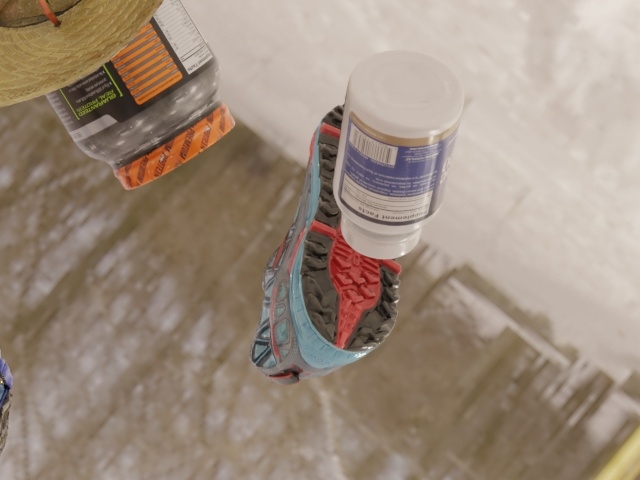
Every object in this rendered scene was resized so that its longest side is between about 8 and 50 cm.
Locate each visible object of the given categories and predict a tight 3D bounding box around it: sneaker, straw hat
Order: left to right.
[{"bbox_3d":[-0.100,-0.104,0.629,0.144,0.144,0.061,40,-179,26],"label":"straw hat"},{"bbox_3d":[0.000,0.000,1.263,0.104,0.125,0.262,36,-138,-15],"label":"sneaker"}]

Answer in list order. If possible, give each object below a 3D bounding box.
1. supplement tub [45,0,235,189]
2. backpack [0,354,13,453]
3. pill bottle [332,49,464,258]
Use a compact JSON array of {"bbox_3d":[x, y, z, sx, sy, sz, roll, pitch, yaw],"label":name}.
[{"bbox_3d":[-0.146,-0.138,1.151,0.190,0.117,0.117,60,176,-11],"label":"supplement tub"},{"bbox_3d":[-0.328,0.159,1.287,0.158,0.117,0.173,17,-140,-4],"label":"backpack"},{"bbox_3d":[0.042,-0.046,0.969,0.067,0.067,0.120,40,145,25],"label":"pill bottle"}]
